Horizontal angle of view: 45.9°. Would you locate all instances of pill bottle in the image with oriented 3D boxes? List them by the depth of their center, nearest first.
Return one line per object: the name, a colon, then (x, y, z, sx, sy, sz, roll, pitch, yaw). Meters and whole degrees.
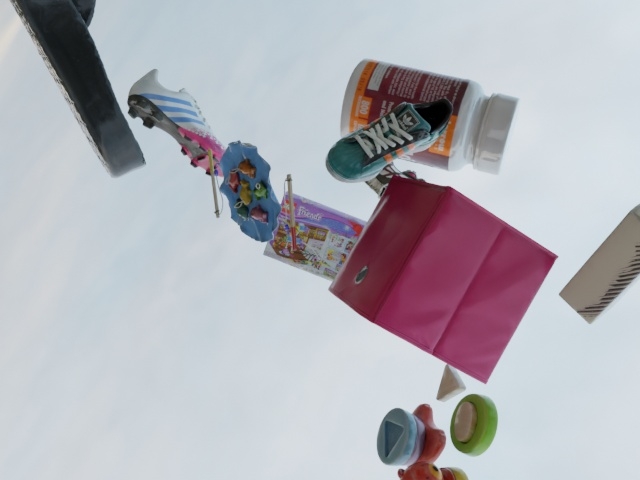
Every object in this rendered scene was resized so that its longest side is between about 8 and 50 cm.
pill bottle: (0.263, -0.293, 1.824, 0.392, 0.224, 0.224, 15, -112, 15)

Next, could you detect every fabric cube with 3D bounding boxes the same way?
fabric cube: (0.209, 0.060, 1.362, 0.258, 0.259, 0.254, -60, -161, 0)

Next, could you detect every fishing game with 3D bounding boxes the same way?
fishing game: (-0.131, -0.083, 1.317, 0.264, 0.041, 0.189, 27, -53, 46)

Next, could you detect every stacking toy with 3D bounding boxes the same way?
stacking toy: (0.231, 0.419, 1.637, 0.279, 0.130, 0.309, -65, -158, 10)

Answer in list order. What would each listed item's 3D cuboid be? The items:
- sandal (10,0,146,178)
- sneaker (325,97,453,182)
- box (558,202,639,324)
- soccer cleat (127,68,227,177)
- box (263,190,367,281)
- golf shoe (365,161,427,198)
sandal: (-0.260, -0.274, 0.731, 0.107, 0.445, 0.167, -29, -147, -14)
sneaker: (0.142, -0.216, 1.520, 0.302, 0.108, 0.121, -28, 167, -30)
box: (0.595, 0.040, 1.490, 0.094, 0.113, 0.275, 48, -36, 21)
soccer cleat: (-0.326, -0.296, 1.894, 0.116, 0.331, 0.143, -15, -136, 49)
box: (0.000, 0.000, 2.226, 0.057, 0.293, 0.201, -65, 176, -69)
golf shoe: (0.180, -0.180, 2.189, 0.120, 0.273, 0.105, -57, 171, -52)
